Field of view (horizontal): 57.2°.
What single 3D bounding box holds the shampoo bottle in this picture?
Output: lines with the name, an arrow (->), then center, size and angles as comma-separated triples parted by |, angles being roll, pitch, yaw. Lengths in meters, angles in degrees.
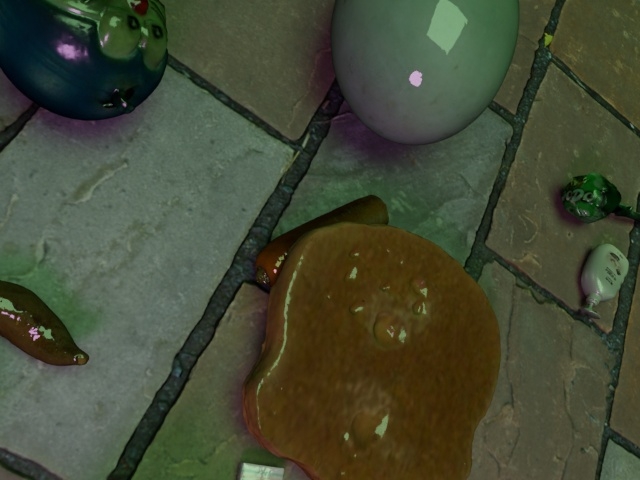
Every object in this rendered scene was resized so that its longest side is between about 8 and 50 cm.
shampoo bottle -> 0.499, 0.077, 1.050 | 0.077, 0.045, 0.152 | 45, 60, -6

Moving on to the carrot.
carrot -> 0.000, 0.000, 0.821 | 0.225, 0.067, 0.067 | -28, 86, -32

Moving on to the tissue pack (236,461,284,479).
tissue pack -> -0.079, 0.321, 0.692 | 0.056, 0.023, 0.108 | 18, 67, -18

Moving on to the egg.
egg -> 0.155, -0.323, 0.885 | 0.276, 0.276, 0.388 | 17, 65, -20

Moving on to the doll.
doll -> -0.301, -0.272, 0.702 | 0.199, 0.186, 0.321 | 3, 49, -57

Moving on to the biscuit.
biscuit -> 0.088, 0.158, 0.789 | 0.385, 0.062, 0.364 | 29, 66, -26

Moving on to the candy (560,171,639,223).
candy -> 0.586, -0.056, 1.133 | 0.324, 0.097, 0.097 | 13, 67, -31

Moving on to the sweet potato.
sweet potato -> -0.362, 0.070, 0.624 | 0.250, 0.059, 0.069 | 22, 77, -13
